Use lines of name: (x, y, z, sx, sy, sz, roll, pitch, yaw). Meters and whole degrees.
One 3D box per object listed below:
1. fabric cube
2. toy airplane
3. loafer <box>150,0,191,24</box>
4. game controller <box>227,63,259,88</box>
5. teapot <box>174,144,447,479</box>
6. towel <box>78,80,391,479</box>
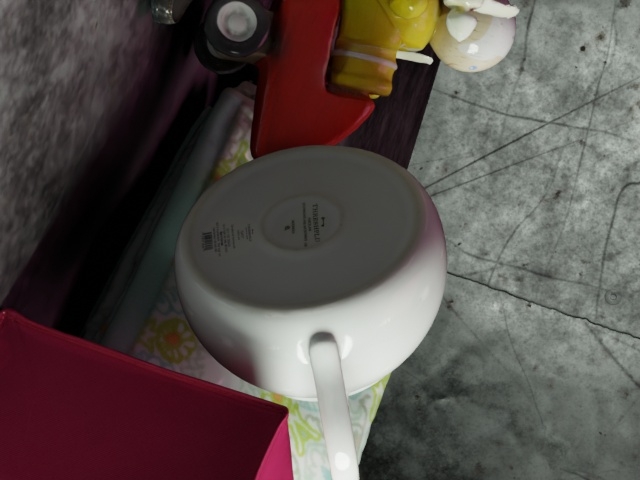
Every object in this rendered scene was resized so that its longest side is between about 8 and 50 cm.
fabric cube: (-0.180, 0.249, 0.966, 0.258, 0.254, 0.259, 88, 23, -60)
toy airplane: (0.079, -0.275, 1.140, 0.384, 0.272, 0.386, -53, -168, 39)
loafer: (-0.097, -0.259, 1.031, 0.062, 0.061, 0.170, 85, 26, -70)
game controller: (-0.083, -0.104, 1.410, 0.166, 0.067, 0.319, -56, 163, -58)
teapot: (-0.001, 0.054, 1.040, 0.256, 0.253, 0.187, -43, 141, -31)
towel: (-0.048, 0.057, 1.220, 0.090, 0.320, 0.374, -22, -143, 52)
